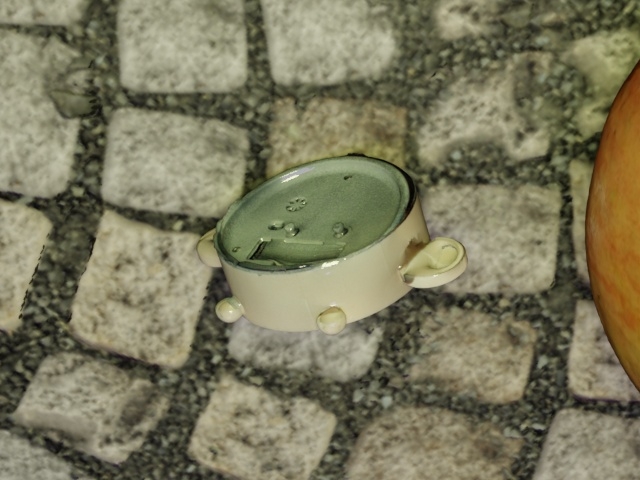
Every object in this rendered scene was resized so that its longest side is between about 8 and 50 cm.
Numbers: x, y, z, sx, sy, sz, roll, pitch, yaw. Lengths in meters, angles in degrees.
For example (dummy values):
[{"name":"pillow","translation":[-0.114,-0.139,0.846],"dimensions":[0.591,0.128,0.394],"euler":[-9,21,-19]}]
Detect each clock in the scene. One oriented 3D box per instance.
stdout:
[{"name":"clock","translation":[0.000,0.000,1.365],"dimensions":[0.229,0.155,0.063],"euler":[5,125,37]}]

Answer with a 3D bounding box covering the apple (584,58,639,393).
[{"name":"apple","translation":[0.361,0.005,1.287],"dimensions":[0.364,0.364,0.364],"euler":[-1,119,-2]}]
